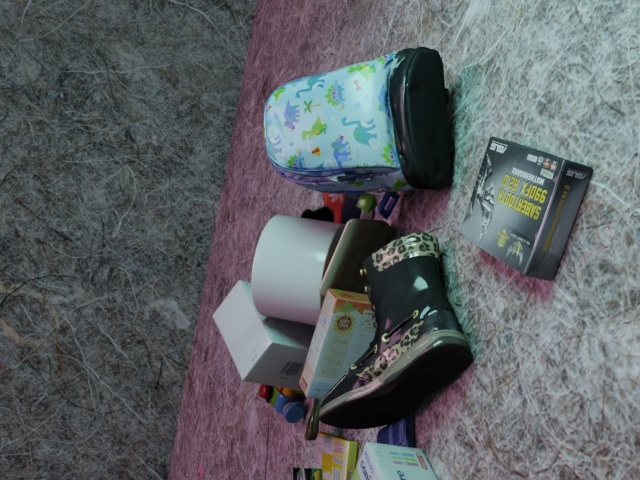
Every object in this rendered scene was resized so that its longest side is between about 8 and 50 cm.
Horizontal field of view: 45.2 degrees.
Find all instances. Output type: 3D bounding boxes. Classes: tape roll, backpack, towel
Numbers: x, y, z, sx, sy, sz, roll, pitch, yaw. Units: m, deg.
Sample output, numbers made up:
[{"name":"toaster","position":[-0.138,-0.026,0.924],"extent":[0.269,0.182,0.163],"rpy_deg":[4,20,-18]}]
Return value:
[{"name":"tape roll","position":[-0.037,0.070,1.789],"extent":[0.246,0.169,0.246],"rpy_deg":[9,-90,-72]},{"name":"backpack","position":[0.058,-0.226,1.569],"extent":[0.355,0.273,0.290],"rpy_deg":[-4,87,44]},{"name":"towel","position":[0.146,0.387,1.511],"extent":[0.119,0.029,0.067],"rpy_deg":[129,148,-53]}]

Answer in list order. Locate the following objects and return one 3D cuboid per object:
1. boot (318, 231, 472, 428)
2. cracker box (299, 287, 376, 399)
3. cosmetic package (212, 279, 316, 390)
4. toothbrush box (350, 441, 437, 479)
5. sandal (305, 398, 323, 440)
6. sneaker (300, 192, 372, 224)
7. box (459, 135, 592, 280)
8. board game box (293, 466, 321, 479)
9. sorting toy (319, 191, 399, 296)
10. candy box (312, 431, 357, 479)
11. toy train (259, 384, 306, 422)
[{"name":"boot","position":[0.126,0.181,1.493],"extent":[0.377,0.138,0.284],"rpy_deg":[-46,35,40]},{"name":"cracker box","position":[0.062,0.229,1.645],"extent":[0.067,0.155,0.232],"rpy_deg":[-135,59,-65]},{"name":"cosmetic package","position":[-0.115,0.238,1.922],"extent":[0.138,0.224,0.225],"rpy_deg":[-53,45,18]},{"name":"toothbrush box","position":[0.113,0.540,1.372],"extent":[0.206,0.122,0.283],"rpy_deg":[-118,43,-62]},{"name":"sandal","position":[0.015,0.374,1.824],"extent":[0.090,0.060,0.219],"rpy_deg":[102,-177,-50]},{"name":"sneaker","position":[0.000,0.000,1.966],"extent":[0.131,0.148,0.350],"rpy_deg":[-100,29,-46]},{"name":"box","position":[0.321,-0.059,1.242],"extent":[0.231,0.056,0.183],"rpy_deg":[-132,57,-67]},{"name":"board game box","position":[-0.032,0.669,1.807],"extent":[0.136,0.030,0.260],"rpy_deg":[150,123,-62]},{"name":"sorting toy","position":[0.067,0.034,1.697],"extent":[0.047,0.196,0.348],"rpy_deg":[27,101,25]},{"name":"candy box","position":[0.030,0.504,1.769],"extent":[0.206,0.027,0.105],"rpy_deg":[163,118,-68]},{"name":"toy train","position":[-0.069,0.349,2.043],"extent":[0.143,0.105,0.248],"rpy_deg":[41,118,56]}]
